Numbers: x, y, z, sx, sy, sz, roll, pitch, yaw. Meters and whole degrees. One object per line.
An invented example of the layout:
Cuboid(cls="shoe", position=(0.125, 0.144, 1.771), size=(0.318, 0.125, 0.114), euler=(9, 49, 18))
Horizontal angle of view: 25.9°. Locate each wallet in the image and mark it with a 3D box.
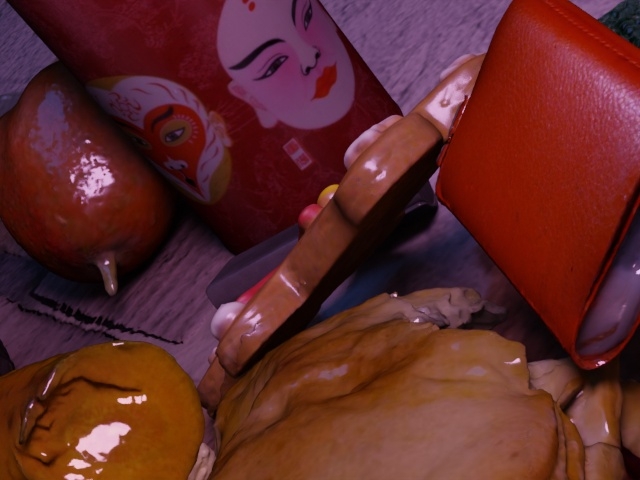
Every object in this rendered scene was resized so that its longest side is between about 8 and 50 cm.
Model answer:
Cuboid(cls="wallet", position=(0.128, -0.041, 0.722), size=(0.204, 0.045, 0.142), euler=(-121, 49, -61))

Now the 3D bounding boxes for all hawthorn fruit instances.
Cuboid(cls="hawthorn fruit", position=(-0.213, -0.045, 1.288), size=(0.199, 0.199, 0.251), euler=(-29, 48, 18))

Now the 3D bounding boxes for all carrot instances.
Cuboid(cls="carrot", position=(-0.202, 0.139, 0.824), size=(0.302, 0.114, 0.114), euler=(-21, 35, 41))

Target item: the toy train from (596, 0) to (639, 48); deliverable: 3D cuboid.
Cuboid(cls="toy train", position=(0.213, -0.055, 0.834), size=(0.112, 0.163, 0.203), euler=(-37, 31, 3))

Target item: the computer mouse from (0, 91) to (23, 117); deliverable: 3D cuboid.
Cuboid(cls="computer mouse", position=(-0.311, -0.098, 1.555), size=(0.231, 0.079, 0.128), euler=(18, 65, 38))

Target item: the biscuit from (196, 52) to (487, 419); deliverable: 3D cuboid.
Cuboid(cls="biscuit", position=(-0.003, 0.009, 0.945), size=(0.216, 0.047, 0.339), euler=(-40, -9, -45))

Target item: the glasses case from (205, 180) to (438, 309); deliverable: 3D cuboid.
Cuboid(cls="glasses case", position=(0.001, -0.001, 1.098), size=(0.191, 0.042, 0.072), euler=(-29, 2, 18))

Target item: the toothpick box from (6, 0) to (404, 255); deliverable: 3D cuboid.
Cuboid(cls="toothpick box", position=(-0.100, -0.167, 1.155), size=(0.204, 0.333, 0.204), euler=(-27, 33, 20))

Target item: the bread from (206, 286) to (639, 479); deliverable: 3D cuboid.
Cuboid(cls="bread", position=(0.048, 0.150, 0.724), size=(0.314, 0.191, 0.370), euler=(-26, 32, 24))

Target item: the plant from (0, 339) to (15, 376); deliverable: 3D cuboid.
Cuboid(cls="plant", position=(-0.398, 0.097, 1.249), size=(0.178, 0.234, 0.204), euler=(-16, 32, 25))

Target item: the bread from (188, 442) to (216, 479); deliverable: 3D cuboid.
Cuboid(cls="bread", position=(-0.200, 0.217, 0.953), size=(0.178, 0.135, 0.240), euler=(-2, 49, 43))
